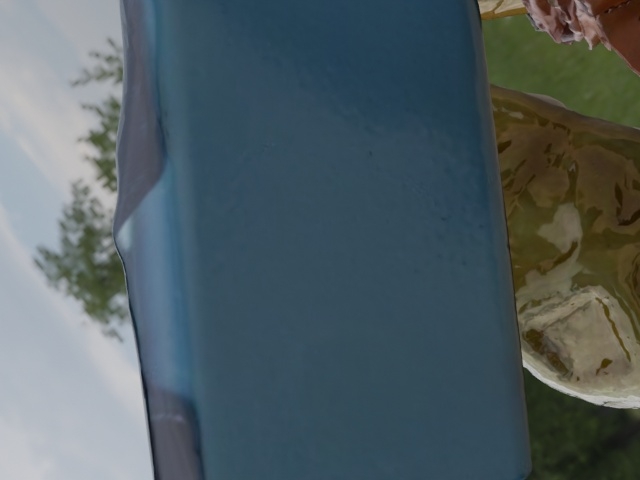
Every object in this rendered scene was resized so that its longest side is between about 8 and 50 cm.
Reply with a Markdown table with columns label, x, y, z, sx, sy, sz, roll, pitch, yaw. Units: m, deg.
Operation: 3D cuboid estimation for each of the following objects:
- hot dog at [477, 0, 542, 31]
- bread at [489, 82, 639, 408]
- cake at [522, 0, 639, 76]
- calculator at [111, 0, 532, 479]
| label | x | y | z | sx | sy | sz | roll | pitch | yaw |
| --- | --- | --- | --- | --- | --- | --- | --- | --- | --- |
| hot dog | 0.150 | -0.176 | 0.834 | 0.076 | 0.250 | 0.104 | 57 | -159 | -65 |
| bread | 0.178 | 0.004 | 1.049 | 0.252 | 0.196 | 0.238 | 15 | -175 | 12 |
| cake | 0.072 | -0.188 | 0.558 | 0.287 | 0.135 | 0.098 | 41 | -169 | -26 |
| calculator | 0.000 | 0.000 | 0.622 | 0.051 | 0.173 | 0.293 | 155 | 111 | -63 |
